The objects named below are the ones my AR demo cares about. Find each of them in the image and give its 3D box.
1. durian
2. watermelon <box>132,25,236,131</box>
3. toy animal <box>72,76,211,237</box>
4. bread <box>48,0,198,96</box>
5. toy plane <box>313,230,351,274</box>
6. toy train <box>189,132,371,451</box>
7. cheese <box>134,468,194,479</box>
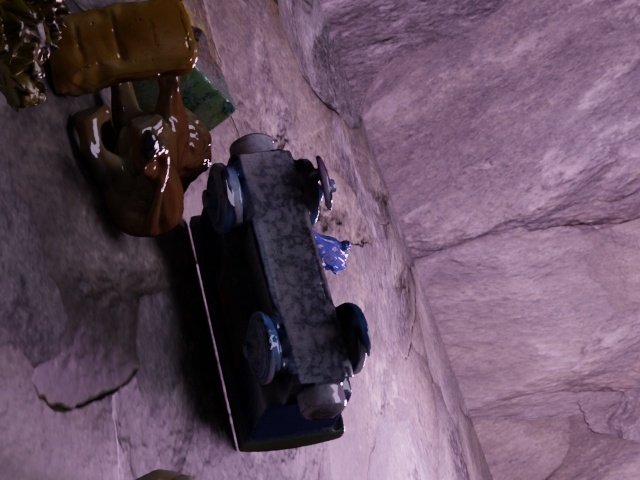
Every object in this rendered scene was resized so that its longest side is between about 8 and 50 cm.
[{"bbox_3d":[-0.237,-0.231,1.185,0.172,0.166,0.306,24,32,-34],"label":"durian"},{"bbox_3d":[-0.147,-0.167,1.650,0.158,0.098,0.121,-96,165,-68],"label":"watermelon"},{"bbox_3d":[-0.152,-0.079,1.459,0.312,0.097,0.158,-85,161,-64],"label":"toy animal"},{"bbox_3d":[-0.175,-0.170,1.387,0.053,0.132,0.074,96,-18,-73],"label":"bread"},{"bbox_3d":[0.000,0.000,2.259,0.167,0.062,0.054,43,28,-49],"label":"toy plane"},{"bbox_3d":[-0.047,0.053,1.557,0.202,0.131,0.300,116,-35,-59],"label":"toy train"},{"bbox_3d":[-0.097,0.277,1.133,0.163,0.070,0.249,-81,152,-70],"label":"cheese"}]
